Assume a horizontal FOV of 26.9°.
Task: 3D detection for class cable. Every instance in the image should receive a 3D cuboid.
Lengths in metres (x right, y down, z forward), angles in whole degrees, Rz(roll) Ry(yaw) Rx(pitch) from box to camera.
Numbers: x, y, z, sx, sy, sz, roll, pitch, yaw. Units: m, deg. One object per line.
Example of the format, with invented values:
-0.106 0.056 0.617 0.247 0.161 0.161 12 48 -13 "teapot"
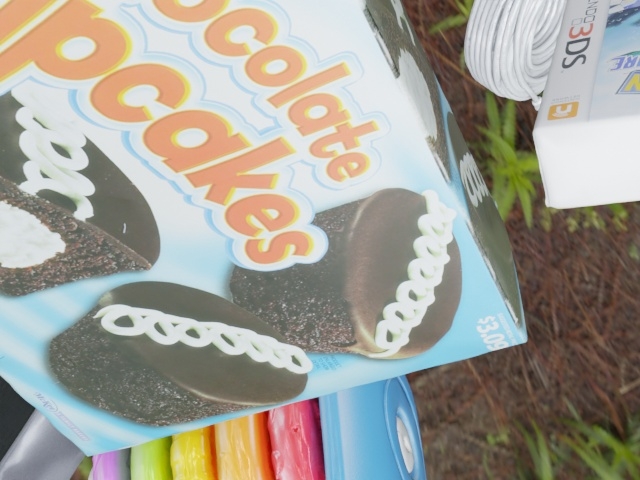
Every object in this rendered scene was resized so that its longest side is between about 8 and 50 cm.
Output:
0.300 -0.318 1.847 0.089 0.257 0.257 33 102 28 "cable"

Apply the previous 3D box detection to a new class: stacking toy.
-0.086 0.164 0.866 0.301 0.166 0.175 -16 143 13 "stacking toy"

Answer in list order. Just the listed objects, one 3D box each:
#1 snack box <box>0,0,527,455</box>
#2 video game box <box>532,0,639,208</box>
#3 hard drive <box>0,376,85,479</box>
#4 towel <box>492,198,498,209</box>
-0.068 -0.049 0.413 0.187 0.060 0.322 -16 139 15 "snack box"
0.206 -0.092 0.584 0.205 0.187 0.048 -6 126 22 "video game box"
-0.225 0.107 0.999 0.054 0.172 0.255 38 80 -43 "hard drive"
0.000 0.000 1.428 0.370 0.271 0.040 -7 93 12 "towel"
